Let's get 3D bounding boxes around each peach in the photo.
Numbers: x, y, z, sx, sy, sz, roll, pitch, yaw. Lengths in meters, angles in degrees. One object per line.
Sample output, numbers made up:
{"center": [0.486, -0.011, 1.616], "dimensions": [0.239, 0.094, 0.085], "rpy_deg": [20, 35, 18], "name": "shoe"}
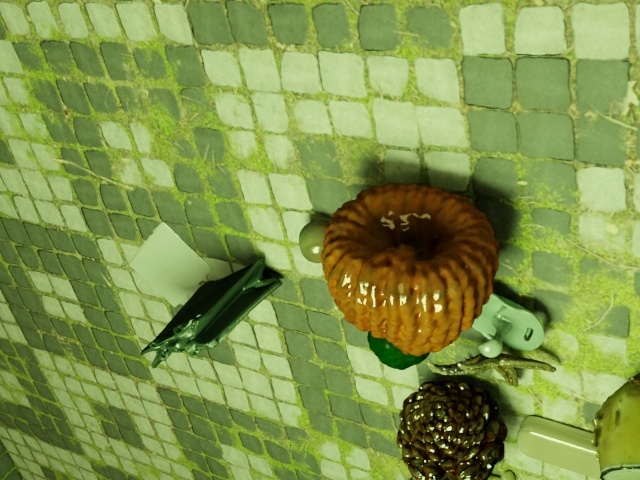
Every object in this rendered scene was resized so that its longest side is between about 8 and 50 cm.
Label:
{"center": [-0.001, 0.002, 1.605], "dimensions": [0.083, 0.083, 0.083], "rpy_deg": [20, 135, 22], "name": "peach"}

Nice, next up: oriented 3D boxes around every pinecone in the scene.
{"center": [0.257, 0.378, 1.652], "dimensions": [0.221, 0.221, 0.221], "rpy_deg": [20, 135, 22], "name": "pinecone"}

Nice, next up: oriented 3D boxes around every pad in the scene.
{"center": [-0.349, 0.060, 1.969], "dimensions": [0.156, 0.004, 0.232], "rpy_deg": [44, 139, -4], "name": "pad"}

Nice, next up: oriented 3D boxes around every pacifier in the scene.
{"center": [0.304, 0.158, 1.484], "dimensions": [0.150, 0.116, 0.127], "rpy_deg": [30, 144, 9], "name": "pacifier"}

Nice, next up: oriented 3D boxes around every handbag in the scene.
{"center": [-0.230, 0.152, 1.768], "dimensions": [0.247, 0.260, 0.079], "rpy_deg": [-26, 103, 47], "name": "handbag"}

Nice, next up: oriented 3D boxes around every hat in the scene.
{"center": [0.149, 0.115, 1.459], "dimensions": [0.285, 0.285, 0.400], "rpy_deg": [17, 137, 25], "name": "hat"}

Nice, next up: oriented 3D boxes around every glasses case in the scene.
{"center": [0.467, 0.390, 1.612], "dimensions": [0.196, 0.050, 0.083], "rpy_deg": [14, 135, 27], "name": "glasses case"}

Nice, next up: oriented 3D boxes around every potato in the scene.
{"center": [0.586, 0.311, 1.371], "dimensions": [0.299, 0.196, 0.246], "rpy_deg": [31, 150, -34], "name": "potato"}

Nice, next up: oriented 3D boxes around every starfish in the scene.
{"center": [0.300, 0.219, 1.517], "dimensions": [0.213, 0.057, 0.238], "rpy_deg": [-6, 162, 23], "name": "starfish"}

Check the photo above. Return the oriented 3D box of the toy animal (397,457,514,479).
{"center": [0.283, 0.495, 1.797], "dimensions": [0.233, 0.121, 0.169], "rpy_deg": [29, 155, -1], "name": "toy animal"}
